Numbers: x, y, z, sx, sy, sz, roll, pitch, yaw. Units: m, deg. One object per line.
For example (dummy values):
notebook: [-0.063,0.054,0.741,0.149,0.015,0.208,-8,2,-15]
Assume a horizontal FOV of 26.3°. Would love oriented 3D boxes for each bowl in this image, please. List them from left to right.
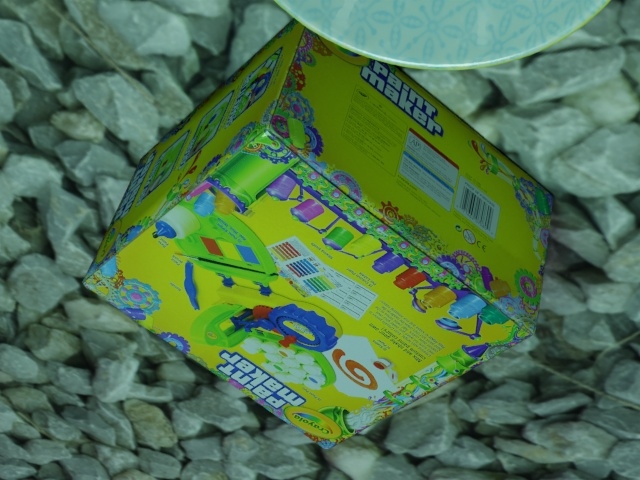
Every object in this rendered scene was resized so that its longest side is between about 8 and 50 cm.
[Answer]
bowl: [0.083,-0.276,0.929,0.289,0.156,0.289,8,136,8]

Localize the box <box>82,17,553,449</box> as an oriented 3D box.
box: [0.000,0.000,1.214,0.290,0.177,0.279,37,133,-20]
